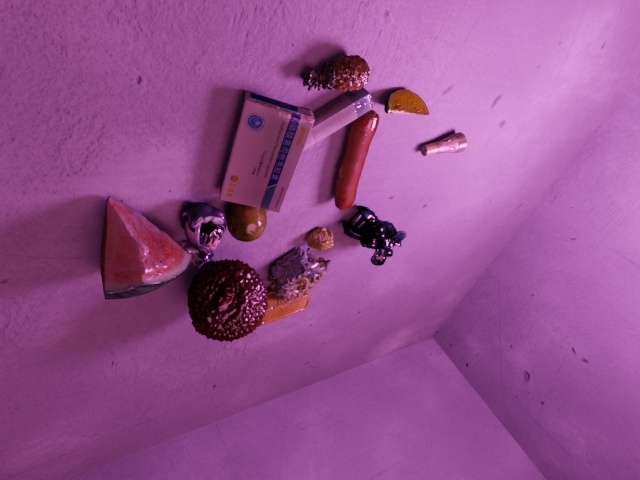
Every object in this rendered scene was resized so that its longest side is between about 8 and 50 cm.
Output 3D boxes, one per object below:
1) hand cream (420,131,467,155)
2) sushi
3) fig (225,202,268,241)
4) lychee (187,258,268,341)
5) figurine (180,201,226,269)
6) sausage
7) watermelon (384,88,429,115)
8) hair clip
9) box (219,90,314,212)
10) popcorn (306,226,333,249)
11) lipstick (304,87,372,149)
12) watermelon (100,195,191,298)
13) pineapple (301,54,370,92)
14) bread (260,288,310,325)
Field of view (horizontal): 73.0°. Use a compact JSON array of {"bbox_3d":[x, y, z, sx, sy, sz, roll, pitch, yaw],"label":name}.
[{"bbox_3d":[0.505,-0.387,1.793,0.203,0.084,0.084,-18,143,-18],"label":"hand cream"},{"bbox_3d":[-0.092,0.136,1.839,0.274,0.139,0.184,-37,149,-4],"label":"sushi"},{"bbox_3d":[-0.213,-0.100,1.491,0.245,0.149,0.149,-38,152,-33],"label":"fig"},{"bbox_3d":[-0.336,0.219,1.585,0.306,0.306,0.330,-29,172,-11],"label":"lychee"},{"bbox_3d":[-0.385,-0.030,1.400,0.145,0.145,0.222,-6,138,-37],"label":"figurine"},{"bbox_3d":[0.119,-0.281,1.563,0.094,0.094,0.419,7,135,-7],"label":"sausage"},{"bbox_3d":[0.287,-0.475,1.480,0.182,0.092,0.075,-4,122,-27],"label":"watermelon"},{"bbox_3d":[0.247,-0.026,1.881,0.194,0.206,0.310,-48,144,16],"label":"hair clip"},{"bbox_3d":[-0.169,-0.251,1.294,0.200,0.065,0.343,12,128,-17],"label":"box"},{"bbox_3d":[-0.002,0.000,1.794,0.109,0.097,0.089,-13,139,-9],"label":"popcorn"},{"bbox_3d":[0.014,-0.376,1.371,0.317,0.066,0.068,-33,146,-5],"label":"lipstick"},{"bbox_3d":[-0.572,0.054,1.243,0.250,0.283,0.292,-41,103,4],"label":"watermelon"},{"bbox_3d":[0.040,-0.475,1.249,0.198,0.108,0.108,-15,142,-18],"label":"pineapple"},{"bbox_3d":[-0.186,0.284,1.953,0.288,0.119,0.152,-16,139,-29],"label":"bread"}]
